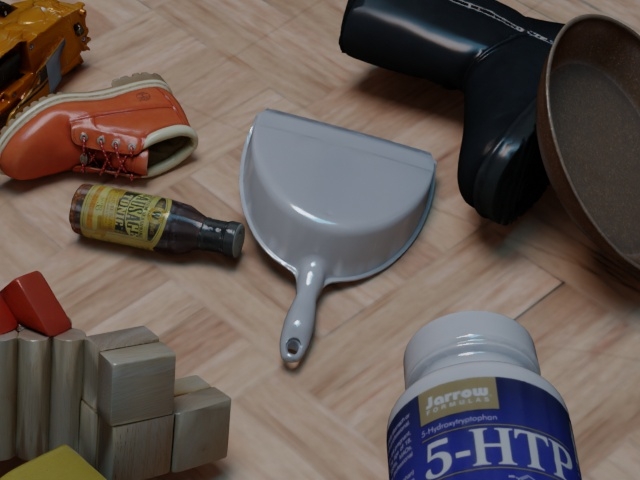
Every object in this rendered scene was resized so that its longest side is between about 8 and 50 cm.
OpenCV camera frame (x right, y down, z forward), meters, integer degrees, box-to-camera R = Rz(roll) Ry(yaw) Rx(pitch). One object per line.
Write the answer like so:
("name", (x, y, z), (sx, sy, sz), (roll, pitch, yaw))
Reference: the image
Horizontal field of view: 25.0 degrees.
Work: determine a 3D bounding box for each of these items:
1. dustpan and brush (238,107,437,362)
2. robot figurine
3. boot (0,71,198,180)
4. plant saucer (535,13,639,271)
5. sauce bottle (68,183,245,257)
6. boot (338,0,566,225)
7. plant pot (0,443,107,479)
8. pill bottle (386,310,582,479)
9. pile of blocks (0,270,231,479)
("dustpan and brush", (0.000, 0.000, 1.037), (0.147, 0.060, 0.211), (15, 38, -1))
("robot figurine", (-0.325, -0.115, 1.143), (0.211, 0.085, 0.291), (22, 48, 24))
("boot", (-0.173, -0.075, 1.116), (0.158, 0.059, 0.084), (-22, 52, -21))
("plant saucer", (0.212, -0.063, 1.029), (0.036, 0.198, 0.198), (-24, 26, 43))
("sauce bottle", (-0.119, -0.013, 1.057), (0.128, 0.042, 0.042), (9, 45, 13))
("boot", (0.100, -0.122, 1.123), (0.207, 0.094, 0.246), (23, 42, 19))
("plant pot", (-0.159, 0.177, 0.807), (0.081, 0.081, 0.083), (34, 25, 28))
("pill bottle", (0.095, 0.136, 0.843), (0.112, 0.112, 0.187), (-2, 43, 0))
("pile of blocks", (-0.233, 0.059, 0.904), (0.362, 0.113, 0.149), (6, 21, -1))
